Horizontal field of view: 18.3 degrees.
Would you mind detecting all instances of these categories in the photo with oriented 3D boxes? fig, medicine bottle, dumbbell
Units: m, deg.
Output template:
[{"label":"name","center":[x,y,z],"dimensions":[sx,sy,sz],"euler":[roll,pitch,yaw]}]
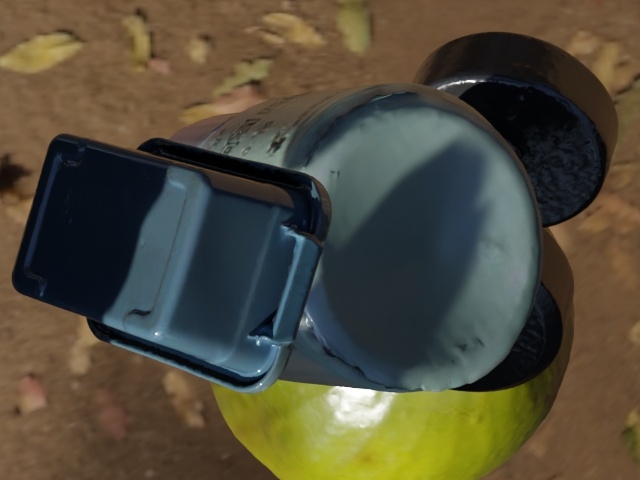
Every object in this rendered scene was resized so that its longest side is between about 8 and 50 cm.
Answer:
[{"label":"fig","center":[0.068,0.072,1.721],"dimensions":[0.343,0.343,0.343],"euler":[2,97,19]},{"label":"medicine bottle","center":[0.000,0.000,0.887],"dimensions":[0.168,0.135,0.135],"euler":[-3,97,61]},{"label":"dumbbell","center":[0.109,-0.020,1.346],"dimensions":[0.152,0.218,0.152],"euler":[12,138,11]}]

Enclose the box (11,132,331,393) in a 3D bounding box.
[{"label":"box","center":[-0.053,0.002,0.652],"dimensions":[0.099,0.054,0.074],"euler":[15,87,42]}]
